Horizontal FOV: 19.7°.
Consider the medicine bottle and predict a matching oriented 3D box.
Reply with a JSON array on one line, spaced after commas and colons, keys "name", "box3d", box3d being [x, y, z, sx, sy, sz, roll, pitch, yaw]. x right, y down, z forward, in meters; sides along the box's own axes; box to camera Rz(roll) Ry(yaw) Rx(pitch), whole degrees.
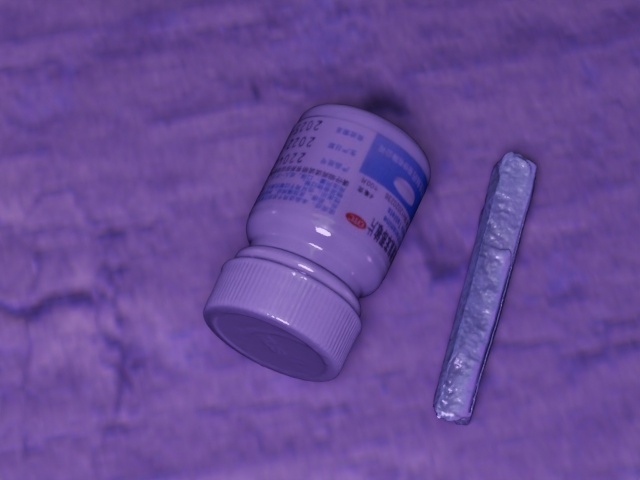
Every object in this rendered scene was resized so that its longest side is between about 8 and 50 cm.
[{"name": "medicine bottle", "box3d": [0.000, 0.000, 1.251, 0.105, 0.105, 0.168, 24, 68, 4]}]

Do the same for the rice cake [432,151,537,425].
[{"name": "rice cake", "box3d": [0.115, 0.033, 1.287, 0.033, 0.033, 0.208, 17, 68, -1]}]
